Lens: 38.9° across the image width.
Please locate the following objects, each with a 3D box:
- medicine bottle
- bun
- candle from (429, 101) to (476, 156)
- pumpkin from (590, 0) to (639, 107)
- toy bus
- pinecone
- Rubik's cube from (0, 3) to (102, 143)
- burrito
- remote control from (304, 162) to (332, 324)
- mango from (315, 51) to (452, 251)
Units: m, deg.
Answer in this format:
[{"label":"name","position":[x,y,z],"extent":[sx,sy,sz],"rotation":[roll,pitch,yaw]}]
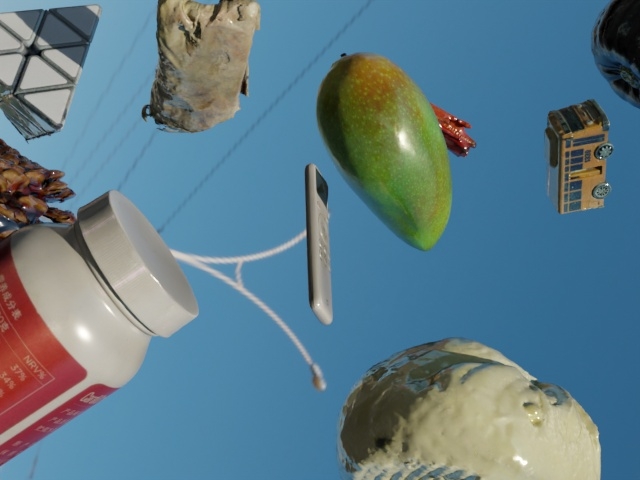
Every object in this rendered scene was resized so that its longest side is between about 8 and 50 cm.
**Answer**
[{"label":"medicine bottle","position":[-0.217,0.076,0.624],"extent":[0.250,0.131,0.131],"rotation":[-34,-144,1]},{"label":"bun","position":[0.137,0.183,0.859],"extent":[0.259,0.259,0.160],"rotation":[-28,-140,47]},{"label":"candle","position":[0.231,-0.294,2.104],"extent":[0.084,0.302,0.059],"rotation":[-58,-177,26]},{"label":"pumpkin","position":[0.570,-0.324,1.534],"extent":[0.163,0.233,0.233],"rotation":[-46,-148,-3]},{"label":"toy bus","position":[0.437,-0.143,1.555],"extent":[0.091,0.103,0.182],"rotation":[-100,179,-50]},{"label":"pinecone","position":[-0.372,-0.012,0.937],"extent":[0.221,0.221,0.221],"rotation":[-35,-136,43]},{"label":"Rubik's cube","position":[-0.526,-0.298,1.644],"extent":[0.229,0.228,0.233],"rotation":[-7,-82,18]},{"label":"burrito","position":[-0.197,-0.279,1.491],"extent":[0.347,0.175,0.107],"rotation":[120,-10,-59]},{"label":"remote control","position":[0.000,0.000,1.352],"extent":[0.029,0.067,0.261],"rotation":[-12,-125,14]},{"label":"mango","position":[0.124,-0.154,1.604],"extent":[0.201,0.382,0.225],"rotation":[-25,-164,3]}]
